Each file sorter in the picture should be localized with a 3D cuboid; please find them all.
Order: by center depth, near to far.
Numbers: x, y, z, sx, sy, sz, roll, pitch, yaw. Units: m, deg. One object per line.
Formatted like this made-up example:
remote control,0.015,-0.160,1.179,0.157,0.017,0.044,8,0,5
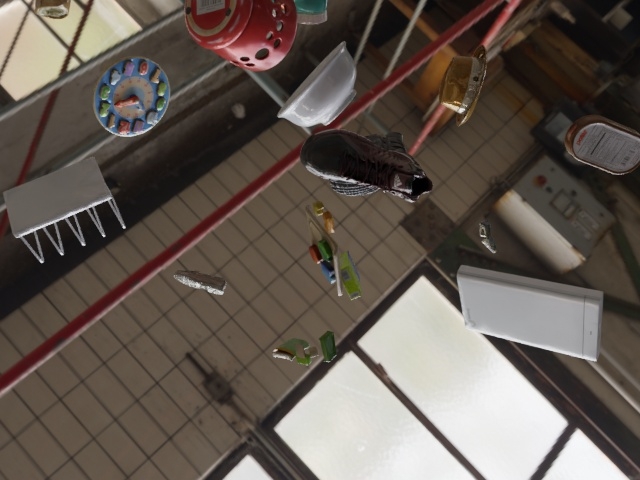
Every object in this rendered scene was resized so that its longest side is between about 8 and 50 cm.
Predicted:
file sorter,-0.762,-0.085,1.732,0.277,0.193,0.173,-25,142,-14

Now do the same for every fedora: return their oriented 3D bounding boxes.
fedora,0.332,-0.374,1.370,0.194,0.079,0.194,-167,-90,-89

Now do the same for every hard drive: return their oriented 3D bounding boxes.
hard drive,0.546,0.189,1.519,0.047,0.353,0.233,-52,138,-35

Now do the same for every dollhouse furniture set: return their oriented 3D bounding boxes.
dollhouse furniture set,-0.039,0.231,1.288,0.151,0.059,0.076,3,-158,37

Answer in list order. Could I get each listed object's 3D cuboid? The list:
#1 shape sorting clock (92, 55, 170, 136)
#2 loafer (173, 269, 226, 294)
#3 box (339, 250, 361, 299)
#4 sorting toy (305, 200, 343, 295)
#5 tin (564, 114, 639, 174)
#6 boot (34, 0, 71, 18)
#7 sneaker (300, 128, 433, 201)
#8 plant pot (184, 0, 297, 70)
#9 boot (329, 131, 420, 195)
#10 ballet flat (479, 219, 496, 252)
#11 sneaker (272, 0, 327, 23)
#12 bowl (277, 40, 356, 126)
shape sorting clock,-0.464,-0.353,1.426,0.206,0.040,0.206,-33,146,-26
loafer,-0.287,0.093,1.380,0.045,0.125,0.039,112,-3,-58
box,0.093,0.108,1.861,0.042,0.109,0.178,-23,-167,8
sorting toy,0.000,0.000,1.739,0.041,0.229,0.307,-21,137,-13
tin,0.653,-0.217,1.313,0.040,0.189,0.106,-91,-159,-62
boot,-0.571,-0.654,1.296,0.089,0.270,0.236,8,-178,-35
sneaker,0.110,-0.145,1.149,0.281,0.162,0.106,6,110,-28
plant pot,-0.170,-0.461,1.188,0.191,0.191,0.174,-47,160,25
boot,0.164,-0.278,2.037,0.338,0.223,0.118,-8,135,-17
ballet flat,0.555,-0.011,1.922,0.041,0.114,0.041,-11,168,-2
sneaker,-0.122,-0.677,1.565,0.108,0.302,0.121,-63,160,-46
bowl,0.014,-0.445,1.743,0.298,0.134,0.298,-44,-164,16
